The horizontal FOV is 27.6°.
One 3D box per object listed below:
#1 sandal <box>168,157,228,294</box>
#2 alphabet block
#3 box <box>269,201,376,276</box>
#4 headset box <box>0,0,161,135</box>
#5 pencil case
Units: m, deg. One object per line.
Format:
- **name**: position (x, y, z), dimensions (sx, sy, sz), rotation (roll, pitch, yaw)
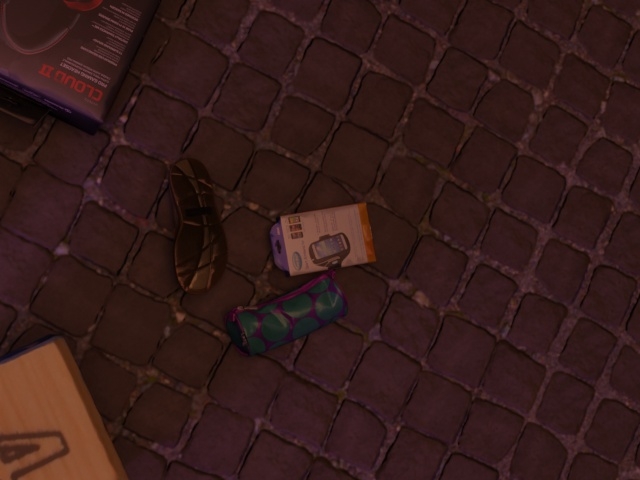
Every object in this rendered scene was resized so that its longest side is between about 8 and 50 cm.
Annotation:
- **sandal**: position (-0.162, -0.016, 1.662), dimensions (0.072, 0.049, 0.180), rotation (-3, 72, -21)
- **alphabet block**: position (-0.353, 0.235, 1.513), dimensions (0.193, 0.192, 0.197), rotation (-25, 93, -14)
- **box**: position (0.000, 0.000, 1.712), dimensions (0.136, 0.028, 0.081), rotation (-9, 88, -13)
- **headset box**: position (-0.323, -0.283, 1.603), dimensions (0.218, 0.110, 0.293), rotation (26, 79, -12)
- **pencil case**: position (-0.043, 0.094, 1.672), dimensions (0.151, 0.064, 0.070), rotation (-22, 117, -16)
